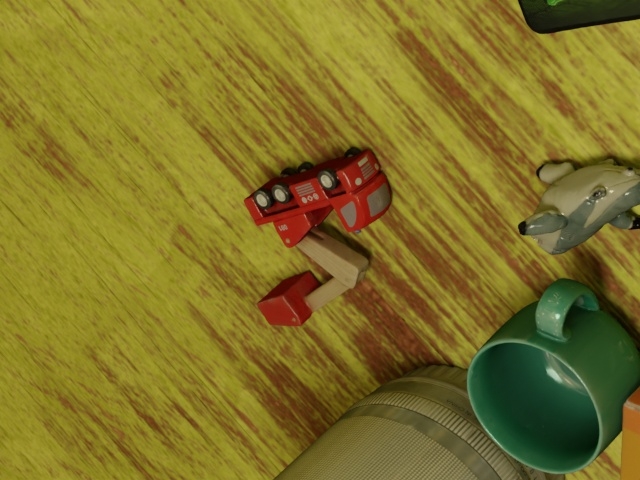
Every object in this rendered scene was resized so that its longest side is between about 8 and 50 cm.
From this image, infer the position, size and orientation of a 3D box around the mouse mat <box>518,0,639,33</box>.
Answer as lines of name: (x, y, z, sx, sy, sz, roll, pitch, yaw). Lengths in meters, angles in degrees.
mouse mat: (0.201, -0.227, 1.396, 0.189, 0.007, 0.152, -3, 117, 45)

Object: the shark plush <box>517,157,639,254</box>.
shark plush: (0.228, -0.033, 1.505, 0.161, 0.073, 0.067, -25, 122, 29)

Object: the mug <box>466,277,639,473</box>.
mug: (0.205, 0.105, 1.572, 0.129, 0.097, 0.158, 48, 139, 4)

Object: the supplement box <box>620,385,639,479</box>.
supplement box: (0.294, 0.215, 1.590, 0.078, 0.080, 0.233, 22, 131, 31)

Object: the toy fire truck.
toy fire truck: (0.000, 0.000, 1.721, 0.192, 0.047, 0.135, -15, 109, 47)

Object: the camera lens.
camera lens: (0.061, 0.262, 1.686, 0.219, 0.274, 0.219, 24, 134, 28)
